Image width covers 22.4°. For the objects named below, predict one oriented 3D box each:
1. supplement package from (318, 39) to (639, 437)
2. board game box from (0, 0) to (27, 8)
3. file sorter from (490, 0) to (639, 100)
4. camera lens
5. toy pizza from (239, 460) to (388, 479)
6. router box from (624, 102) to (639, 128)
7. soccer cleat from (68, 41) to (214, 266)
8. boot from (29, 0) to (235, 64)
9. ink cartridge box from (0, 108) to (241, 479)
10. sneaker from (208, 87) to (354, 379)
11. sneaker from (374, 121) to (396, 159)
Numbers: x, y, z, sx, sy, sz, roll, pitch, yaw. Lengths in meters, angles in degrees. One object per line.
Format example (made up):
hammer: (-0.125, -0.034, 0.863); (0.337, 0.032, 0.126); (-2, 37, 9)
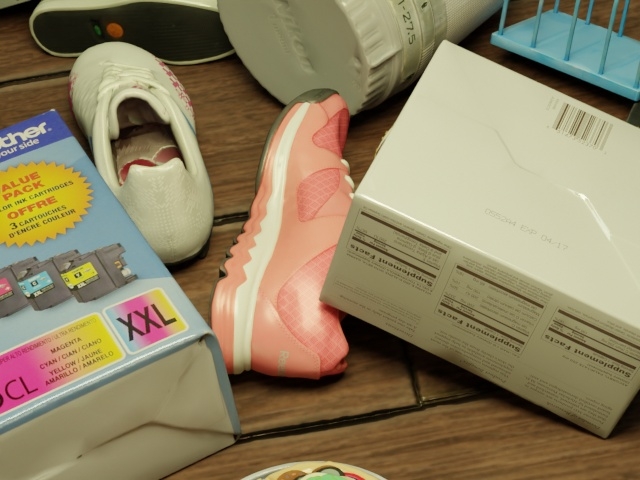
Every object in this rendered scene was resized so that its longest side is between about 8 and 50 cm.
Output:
supplement package: (0.166, -0.004, 1.315); (0.262, 0.145, 0.204); (26, 50, 5)
board game box: (-0.274, -0.363, 1.752); (0.303, 0.097, 0.224); (-10, 36, 36)
file sorter: (0.277, -0.226, 1.589); (0.170, 0.104, 0.118); (26, 33, 31)
camera lens: (0.059, -0.272, 1.604); (0.219, 0.219, 0.274); (28, 54, 31)
toy pizza: (-0.012, 0.241, 1.215); (0.201, 0.032, 0.201); (-4, 44, 4)
router box: (0.336, -0.081, 1.440); (0.133, 0.046, 0.179); (6, 17, 14)
soccer cleat: (-0.171, -0.118, 1.530); (0.116, 0.143, 0.331); (-16, 44, -9)
boot: (-0.172, -0.273, 1.737); (0.244, 0.088, 0.176); (5, 43, 17)
ink cartridge box: (-0.281, 0.056, 1.364); (0.270, 0.151, 0.395); (-24, 45, -17)
sneaker: (0.000, 0.001, 1.429); (0.136, 0.116, 0.314); (13, 53, 6)
sneaker: (0.144, -0.087, 1.508); (0.185, 0.069, 0.084); (-18, 39, -10)
